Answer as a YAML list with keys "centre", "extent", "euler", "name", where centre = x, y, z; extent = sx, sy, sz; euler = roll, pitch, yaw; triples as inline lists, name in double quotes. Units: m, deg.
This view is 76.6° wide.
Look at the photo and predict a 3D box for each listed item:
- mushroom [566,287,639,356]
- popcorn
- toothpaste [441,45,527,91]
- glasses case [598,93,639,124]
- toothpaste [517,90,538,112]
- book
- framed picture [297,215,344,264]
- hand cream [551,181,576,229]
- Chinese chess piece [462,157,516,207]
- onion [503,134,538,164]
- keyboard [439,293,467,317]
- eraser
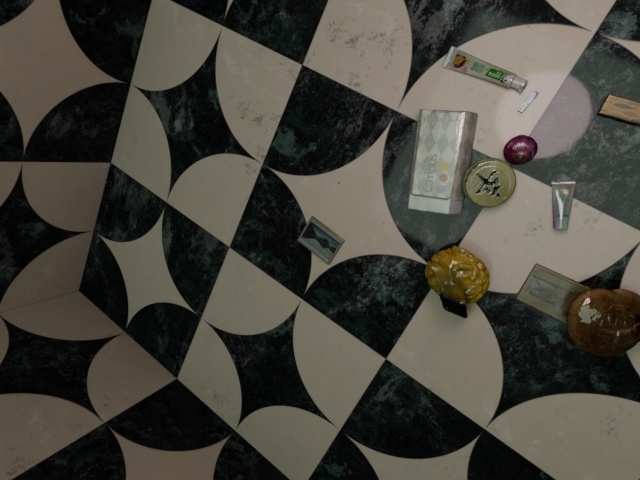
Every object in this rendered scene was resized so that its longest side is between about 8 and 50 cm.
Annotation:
- centre: [1.002, 0.281, 1.412]
  extent: [0.279, 0.146, 0.277]
  euler: [1, 107, 5]
  name: "mushroom"
- centre: [0.538, 0.134, 1.610]
  extent: [0.251, 0.190, 0.249]
  euler: [13, 117, 27]
  name: "popcorn"
- centre: [0.610, -0.633, 1.508]
  extent: [0.315, 0.056, 0.058]
  euler: [32, 72, 21]
  name: "toothpaste"
- centre: [1.026, -0.427, 1.340]
  extent: [0.170, 0.041, 0.064]
  euler: [26, 121, 20]
  name: "glasses case"
- centre: [0.754, -0.504, 1.474]
  extent: [0.020, 0.017, 0.083]
  euler: [42, 114, 13]
  name: "toothpaste"
- centre: [0.889, 0.208, 1.532]
  extent: [0.231, 0.026, 0.161]
  euler: [28, 110, 19]
  name: "book"
- centre: [0.000, 0.000, 1.942]
  extent: [0.203, 0.015, 0.150]
  euler: [39, 113, 15]
  name: "framed picture"
- centre: [0.878, -0.127, 1.471]
  extent: [0.076, 0.047, 0.174]
  euler: [3, 92, 26]
  name: "hand cream"
- centre: [0.635, -0.217, 1.531]
  extent: [0.189, 0.083, 0.188]
  euler: [4, 104, 15]
  name: "Chinese chess piece"
- centre: [0.727, -0.333, 1.481]
  extent: [0.115, 0.115, 0.104]
  euler: [-11, 50, 28]
  name: "onion"
- centre: [0.528, 0.260, 1.603]
  extent: [0.106, 0.262, 0.016]
  euler: [21, 78, 27]
  name: "keyboard"
- centre: [0.478, -0.309, 1.610]
  extent: [0.213, 0.082, 0.395]
  euler: [12, 104, 25]
  name: "eraser"
